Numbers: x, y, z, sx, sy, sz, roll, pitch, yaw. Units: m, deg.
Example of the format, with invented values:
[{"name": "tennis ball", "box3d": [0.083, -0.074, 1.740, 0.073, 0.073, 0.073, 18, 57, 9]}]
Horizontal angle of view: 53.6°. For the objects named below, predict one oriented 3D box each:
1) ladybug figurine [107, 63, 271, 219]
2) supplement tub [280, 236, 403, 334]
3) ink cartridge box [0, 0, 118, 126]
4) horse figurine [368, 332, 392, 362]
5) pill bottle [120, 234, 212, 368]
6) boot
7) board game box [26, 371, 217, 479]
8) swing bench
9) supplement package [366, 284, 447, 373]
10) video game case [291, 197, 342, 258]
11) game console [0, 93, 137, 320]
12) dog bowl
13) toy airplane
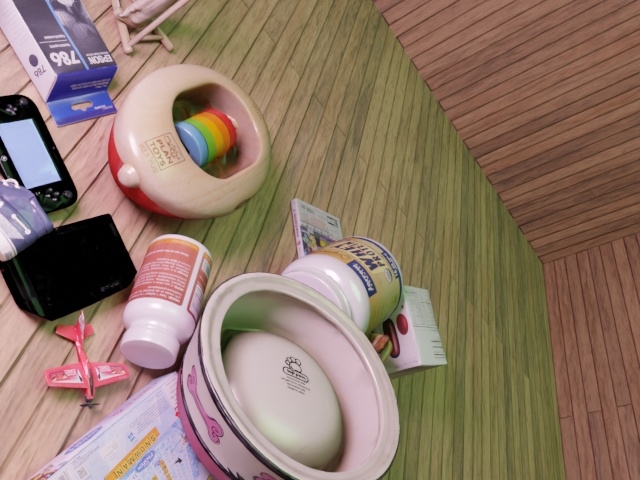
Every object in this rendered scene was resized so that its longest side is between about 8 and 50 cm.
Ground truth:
[{"name": "ladybug figurine", "box3d": [-0.261, -0.183, 1.252, 0.305, 0.161, 0.449, 63, 30, -7]}, {"name": "supplement tub", "box3d": [0.036, 0.127, 1.444, 0.316, 0.228, 0.228, -24, 90, -60]}, {"name": "ink cartridge box", "box3d": [-0.482, -0.378, 1.138, 0.333, 0.065, 0.165, 62, 30, -9]}, {"name": "horse figurine", "box3d": [0.099, 0.274, 1.457, 0.066, 0.263, 0.174, 38, 54, -1]}, {"name": "pill bottle", "box3d": [-0.267, 0.104, 1.091, 0.121, 0.121, 0.216, 44, 38, -33]}, {"name": "boot", "box3d": [-0.471, -0.066, 0.900, 0.086, 0.069, 0.190, -40, 96, -35]}, {"name": "board game box", "box3d": [-0.256, 0.415, 0.953, 0.318, 0.065, 0.318, 63, 30, -6]}, {"name": "swing bench", "box3d": [-0.331, -0.563, 1.309, 0.255, 0.253, 0.165, 63, 31, -5]}, {"name": "supplement package", "box3d": [0.188, 0.244, 1.636, 0.149, 0.194, 0.203, 14, 58, -53]}, {"name": "video game case", "box3d": [0.000, 0.000, 1.677, 0.201, 0.023, 0.184, 23, 51, -51]}, {"name": "game console", "box3d": [-0.442, -0.060, 1.005, 0.213, 0.044, 0.361, -29, 95, -60]}, {"name": "dog bowl", "box3d": [-0.063, 0.259, 1.079, 0.408, 0.150, 0.408, 30, 33, -22]}, {"name": "toy airplane", "box3d": [-0.366, 0.184, 0.974, 0.151, 0.028, 0.151, 38, 40, -41]}]
